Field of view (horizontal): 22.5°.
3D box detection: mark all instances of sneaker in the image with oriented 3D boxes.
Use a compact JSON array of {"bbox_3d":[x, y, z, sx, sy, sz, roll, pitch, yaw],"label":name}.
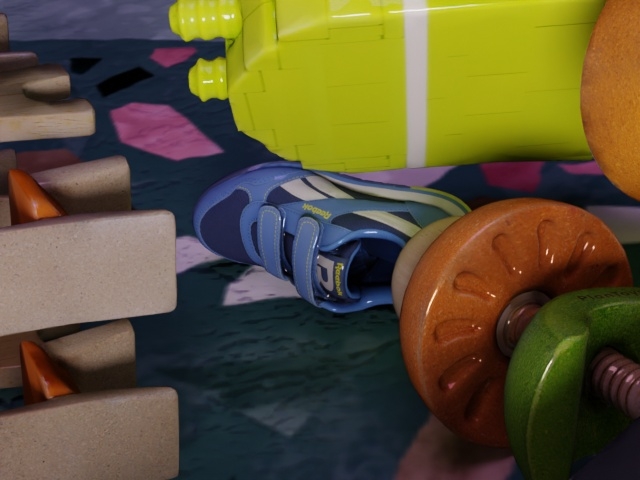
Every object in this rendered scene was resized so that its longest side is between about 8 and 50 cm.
[{"bbox_3d":[0.000,0.000,0.756,0.144,0.053,0.059,5,35,23],"label":"sneaker"}]

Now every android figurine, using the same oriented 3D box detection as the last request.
[{"bbox_3d":[0.075,-0.085,0.682,0.273,0.248,0.056,-3,72,4],"label":"android figurine"}]

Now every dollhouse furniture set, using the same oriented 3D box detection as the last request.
[{"bbox_3d":[-0.166,-0.046,0.671,0.135,0.259,0.262,-9,28,-22],"label":"dollhouse furniture set"}]

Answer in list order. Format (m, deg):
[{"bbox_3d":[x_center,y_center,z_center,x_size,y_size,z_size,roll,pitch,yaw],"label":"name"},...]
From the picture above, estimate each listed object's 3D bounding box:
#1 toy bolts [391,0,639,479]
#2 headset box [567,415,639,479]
[{"bbox_3d":[0.146,-0.023,0.641,0.228,0.218,0.158,-2,20,-26],"label":"toy bolts"},{"bbox_3d":[0.119,0.168,0.352,0.283,0.131,0.246,-32,32,-35],"label":"headset box"}]
